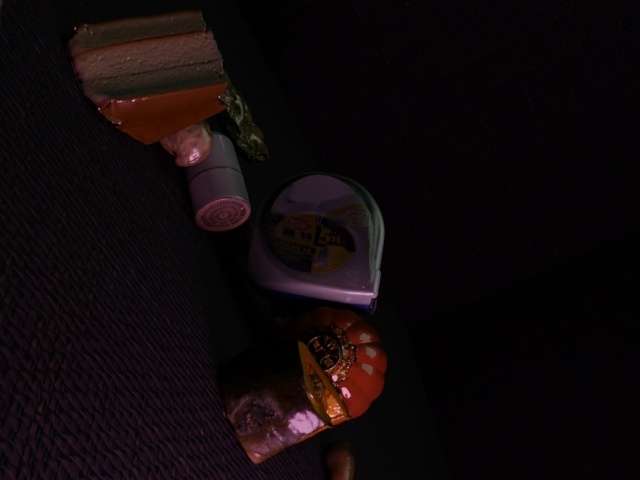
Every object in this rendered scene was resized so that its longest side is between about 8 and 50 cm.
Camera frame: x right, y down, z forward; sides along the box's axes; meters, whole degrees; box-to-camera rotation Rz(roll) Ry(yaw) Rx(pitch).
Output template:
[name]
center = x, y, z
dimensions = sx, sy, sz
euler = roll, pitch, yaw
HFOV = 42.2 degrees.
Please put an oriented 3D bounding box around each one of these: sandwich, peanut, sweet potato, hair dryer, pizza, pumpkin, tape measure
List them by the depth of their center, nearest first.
[pumpkin]
center = -0.040, 0.287, 1.334
dimensions = 0.280, 0.139, 0.190
euler = 57, 10, -34
[sandwich]
center = -0.260, -0.281, 1.342
dimensions = 0.227, 0.198, 0.155
euler = 30, 37, -77
[peanut]
center = -0.262, -0.242, 1.530
dimensions = 0.101, 0.117, 0.263
euler = 41, 28, -50
[tape measure]
center = 0.000, 0.002, 1.608
dimensions = 0.138, 0.259, 0.262
euler = 93, 7, -76
[sweet potato]
center = 0.037, 0.453, 1.620
dimensions = 0.249, 0.059, 0.069
euler = -92, -167, -66
[hair dryer]
center = -0.176, -0.051, 1.671
dimensions = 0.357, 0.107, 0.173
euler = 69, 4, -58
[pizza]
center = -0.213, -0.315, 2.180
dimensions = 0.189, 0.071, 0.297
euler = -100, 165, -61

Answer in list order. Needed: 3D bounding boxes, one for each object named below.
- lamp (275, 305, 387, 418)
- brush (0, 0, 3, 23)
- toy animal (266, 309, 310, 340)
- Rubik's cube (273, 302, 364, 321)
[lamp]
center = 0.014, 0.232, 1.547
dimensions = 0.196, 0.223, 0.223
euler = 74, -4, -68
[brush]
center = -0.437, -0.338, 0.986
dimensions = 0.190, 0.027, 0.034
euler = 57, 10, -43
[toy animal]
center = 0.002, 0.173, 1.688
dimensions = 0.124, 0.212, 0.124
euler = 55, 11, -16
[Rubik's cube]
center = -0.004, 0.161, 1.846
dimensions = 0.162, 0.163, 0.160
euler = 58, 10, -24
